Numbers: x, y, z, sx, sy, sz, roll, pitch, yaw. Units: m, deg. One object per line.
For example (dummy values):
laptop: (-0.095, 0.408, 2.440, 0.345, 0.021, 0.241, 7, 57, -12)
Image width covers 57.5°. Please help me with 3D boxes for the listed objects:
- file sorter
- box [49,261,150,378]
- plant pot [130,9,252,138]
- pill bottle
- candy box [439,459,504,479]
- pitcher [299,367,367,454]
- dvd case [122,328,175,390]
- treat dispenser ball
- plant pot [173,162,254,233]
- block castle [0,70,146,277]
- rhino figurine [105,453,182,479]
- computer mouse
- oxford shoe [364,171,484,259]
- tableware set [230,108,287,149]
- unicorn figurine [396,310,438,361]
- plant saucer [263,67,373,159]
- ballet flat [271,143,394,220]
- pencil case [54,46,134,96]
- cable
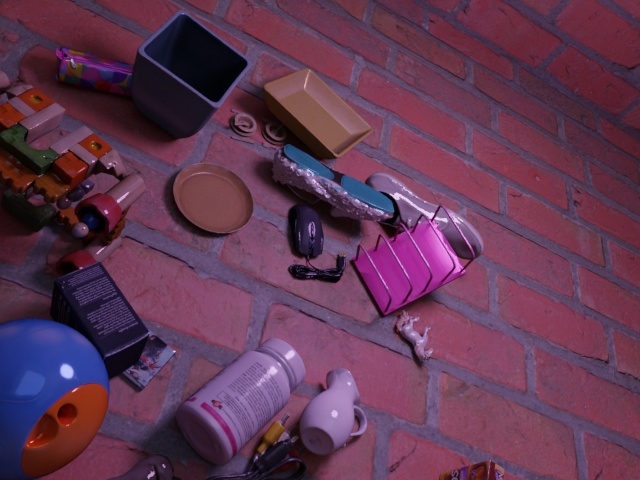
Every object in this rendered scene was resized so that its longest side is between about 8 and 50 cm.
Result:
file sorter: (0.271, 0.052, 1.710, 0.291, 0.182, 0.202, -26, 73, -9)
box: (-0.479, 0.178, 1.257, 0.108, 0.153, 0.207, -28, 73, -40)
plant pot: (-0.391, -0.441, 1.661, 0.248, 0.252, 0.247, 35, 49, -13)
pill bottle: (-0.172, 0.355, 1.329, 0.160, 0.160, 0.283, 49, 49, 6)
candy box: (0.369, 0.627, 1.459, 0.053, 0.187, 0.109, 34, 47, -11)
pitcher: (0.043, 0.442, 1.430, 0.177, 0.125, 0.207, 56, 30, -8)
dvd case: (-0.403, 0.273, 1.342, 0.087, 0.013, 0.119, 41, 49, -1)
treat dispenser ball: (-0.537, 0.287, 1.065, 0.288, 0.288, 0.288, 16, 53, -22)
plant pot: (-0.303, -0.116, 1.651, 0.236, 0.032, 0.236, 16, 54, -23)
block castle: (-0.639, -0.123, 1.273, 0.453, 0.303, 0.213, 38, 42, -4)
rhino figurine: (-0.388, 0.514, 1.151, 0.243, 0.073, 0.106, -22, 77, -38)
computer mouse: (0.000, 0.000, 1.739, 0.184, 0.060, 0.262, 13, 54, -23)
oxford shoe: (0.324, -0.058, 1.909, 0.449, 0.169, 0.130, 33, 45, 1)
tableware set: (-0.193, -0.366, 1.880, 0.194, 0.039, 0.128, 11, 55, -25)
unicorn figurine: (0.289, 0.289, 1.732, 0.162, 0.060, 0.111, 32, 47, 12)
plant saucer: (-0.015, -0.416, 1.967, 0.333, 0.081, 0.333, 44, 36, 1)
ballet flat: (0.030, -0.155, 1.810, 0.409, 0.147, 0.147, 30, 49, -3)
pencil case: (-0.627, -0.473, 1.649, 0.236, 0.104, 0.104, 6, 57, -29)
cable: (-0.146, 0.527, 1.321, 0.287, 0.072, 0.139, -30, 95, -28)
